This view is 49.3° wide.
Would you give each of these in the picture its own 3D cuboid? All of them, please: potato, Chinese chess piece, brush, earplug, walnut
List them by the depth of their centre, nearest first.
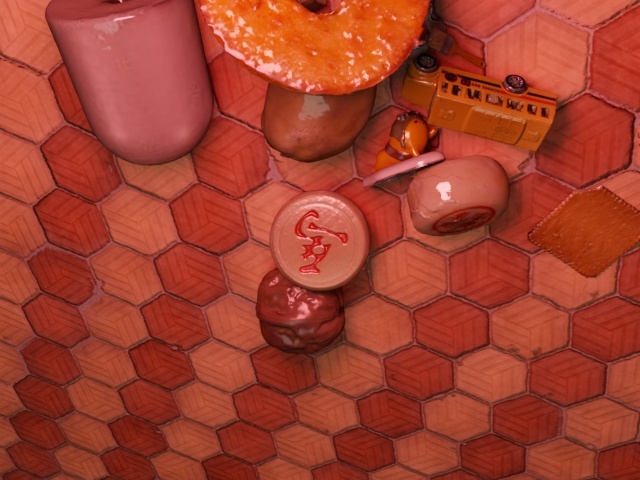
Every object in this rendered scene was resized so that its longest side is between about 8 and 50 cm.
[{"bbox_3d":[0.302,-0.417,1.534,0.170,0.014,0.043,18,98,-29],"label":"brush"},{"bbox_3d":[0.000,-0.330,1.576,0.243,0.221,0.326,12,115,-5],"label":"potato"},{"bbox_3d":[-0.401,-0.372,1.588,0.313,0.312,0.394,-1,128,14],"label":"earplug"},{"bbox_3d":[0.000,0.000,1.831,0.273,0.102,0.273,1,96,5],"label":"Chinese chess piece"},{"bbox_3d":[-0.062,0.195,1.982,0.273,0.227,0.273,10,131,12],"label":"walnut"}]

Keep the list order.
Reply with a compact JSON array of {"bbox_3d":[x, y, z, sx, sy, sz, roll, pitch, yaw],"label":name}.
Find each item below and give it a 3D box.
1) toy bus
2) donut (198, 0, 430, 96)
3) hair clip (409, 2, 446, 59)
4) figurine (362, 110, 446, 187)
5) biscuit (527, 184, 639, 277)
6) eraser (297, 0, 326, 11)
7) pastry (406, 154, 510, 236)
[{"bbox_3d":[0.346,-0.304,1.556,0.336,0.123,0.121,14,149,2],"label":"toy bus"},{"bbox_3d":[-0.005,-0.452,1.360,0.435,0.163,0.377,-26,93,-6],"label":"donut"},{"bbox_3d":[0.184,-0.509,1.499,0.146,0.075,0.257,-9,117,17],"label":"hair clip"},{"bbox_3d":[0.181,-0.223,1.687,0.250,0.167,0.141,-17,92,45],"label":"figurine"},{"bbox_3d":[0.686,-0.024,1.774,0.232,0.013,0.237,31,126,-10],"label":"biscuit"},{"bbox_3d":[-0.083,-0.513,1.520,0.172,0.117,0.058,-16,92,23],"label":"eraser"},{"bbox_3d":[0.329,-0.100,1.675,0.265,0.133,0.265,-10,162,-3],"label":"pastry"}]
